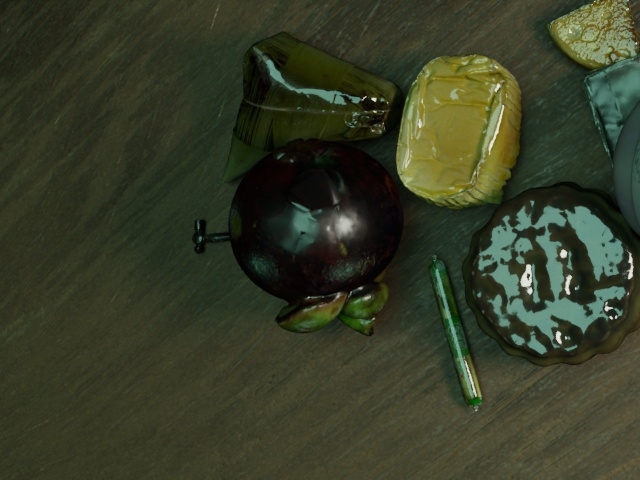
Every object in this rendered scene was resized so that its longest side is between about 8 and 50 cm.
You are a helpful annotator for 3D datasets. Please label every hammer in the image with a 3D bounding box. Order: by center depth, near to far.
[{"bbox_3d":[-0.156,-0.013,1.683,0.178,0.021,0.065,-5,86,21],"label":"hammer"}]

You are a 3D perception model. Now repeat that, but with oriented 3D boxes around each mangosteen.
[{"bbox_3d":[-0.001,-0.015,1.489,0.311,0.311,0.311,-1,88,21],"label":"mangosteen"}]

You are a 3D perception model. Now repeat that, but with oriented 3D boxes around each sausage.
[{"bbox_3d":[0.224,0.154,1.523,0.032,0.033,0.269,-17,82,20],"label":"sausage"}]

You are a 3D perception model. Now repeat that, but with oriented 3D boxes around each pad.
[{"bbox_3d":[0.517,-0.176,1.405,0.174,0.022,0.233,-18,93,19],"label":"pad"}]

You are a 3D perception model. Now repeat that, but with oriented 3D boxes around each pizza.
[{"bbox_3d":[0.447,-0.331,1.446,0.178,0.041,0.131,18,97,21],"label":"pizza"}]

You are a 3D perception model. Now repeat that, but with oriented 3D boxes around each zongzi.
[{"bbox_3d":[-0.022,-0.180,1.593,0.273,0.145,0.300,27,115,15],"label":"zongzi"}]

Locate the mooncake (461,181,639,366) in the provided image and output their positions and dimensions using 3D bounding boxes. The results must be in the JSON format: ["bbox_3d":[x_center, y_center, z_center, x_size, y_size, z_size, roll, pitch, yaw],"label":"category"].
[{"bbox_3d":[0.366,0.053,1.403,0.290,0.161,0.291,0,90,20],"label":"mooncake"}]

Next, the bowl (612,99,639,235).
[{"bbox_3d":[0.523,-0.111,1.294,0.143,0.287,0.287,26,100,58],"label":"bowl"}]

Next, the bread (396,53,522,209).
[{"bbox_3d":[0.231,-0.175,1.476,0.179,0.133,0.250,8,88,25],"label":"bread"}]
